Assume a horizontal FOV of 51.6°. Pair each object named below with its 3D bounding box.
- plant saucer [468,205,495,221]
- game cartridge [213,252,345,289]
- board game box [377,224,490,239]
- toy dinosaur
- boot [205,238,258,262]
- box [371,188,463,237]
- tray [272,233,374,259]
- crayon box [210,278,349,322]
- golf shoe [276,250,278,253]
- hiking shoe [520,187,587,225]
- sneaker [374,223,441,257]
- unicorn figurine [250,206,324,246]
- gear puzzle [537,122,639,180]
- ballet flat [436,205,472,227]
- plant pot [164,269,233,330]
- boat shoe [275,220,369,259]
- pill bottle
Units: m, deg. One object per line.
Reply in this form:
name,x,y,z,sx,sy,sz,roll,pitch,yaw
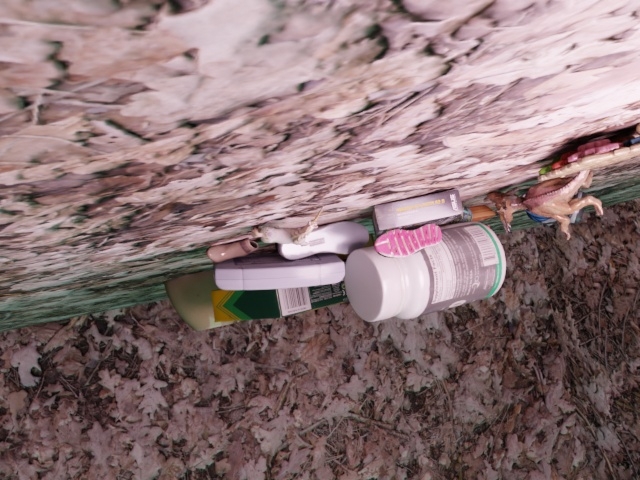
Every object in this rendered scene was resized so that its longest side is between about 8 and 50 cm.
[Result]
plant saucer,0.422,-0.069,1.989,0.199,0.037,0.200,-11,175,-1
game cartridge,-0.100,0.068,1.537,0.293,0.060,0.196,-3,-175,-9
board game box,0.355,-0.001,2.120,0.242,0.064,0.316,-10,-175,-17
toy dinosaur,0.500,-0.092,1.493,0.200,0.127,0.296,5,164,-6
boot,-0.197,0.018,1.505,0.086,0.042,0.118,-20,174,17
box,0.211,-0.058,1.497,0.182,0.056,0.231,-11,175,3
tray,-0.050,0.060,2.105,0.410,0.076,0.202,-16,174,27
crayon box,-0.087,0.157,1.960,0.362,0.106,0.313,-8,177,-43
golf shoe,-0.048,0.048,1.906,0.067,0.086,0.186,-5,170,-45
hiking shoe,0.590,-0.108,1.754,0.131,0.113,0.304,16,179,0
sneaker,0.182,0.007,1.449,0.170,0.063,0.074,-14,171,-30
unicorn figurine,-0.061,-0.014,1.306,0.161,0.060,0.111,-13,176,4
gear puzzle,0.492,-0.155,1.207,0.175,0.044,0.339,-14,178,0
ballet flat,0.316,-0.060,1.772,0.070,0.070,0.188,-7,171,-43
plant pot,-0.385,0.210,2.309,0.283,0.191,0.284,-13,175,-1
boat shoe,0.000,0.000,1.569,0.228,0.080,0.076,-13,-167,-20
pill bottle,0.252,0.075,1.607,0.360,0.204,0.204,-10,175,-28
